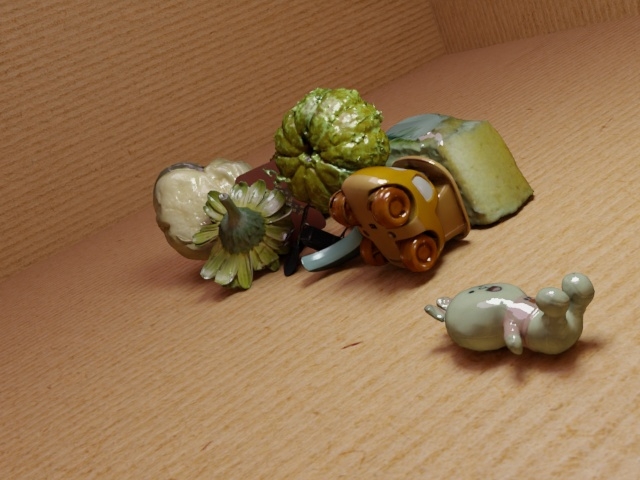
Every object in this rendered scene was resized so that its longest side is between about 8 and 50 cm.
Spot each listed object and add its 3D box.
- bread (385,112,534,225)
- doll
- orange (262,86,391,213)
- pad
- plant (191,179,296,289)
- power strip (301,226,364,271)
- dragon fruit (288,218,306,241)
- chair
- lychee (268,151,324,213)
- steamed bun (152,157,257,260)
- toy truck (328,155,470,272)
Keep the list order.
[{"bbox_3d":[0.303,-0.183,1.597,0.395,0.264,0.239,-4,22,47],"label":"bread"},{"bbox_3d":[0.294,0.126,1.008,0.155,0.113,0.275,-28,10,-41],"label":"doll"},{"bbox_3d":[0.030,-0.227,1.553,0.300,0.301,0.223,26,29,21],"label":"orange"},{"bbox_3d":[-0.117,-0.112,1.866,0.181,0.267,0.004,-28,-17,-26],"label":"pad"},{"bbox_3d":[-0.188,-0.036,1.721,0.261,0.306,0.297,9,-29,-23],"label":"plant"},{"bbox_3d":[0.065,0.013,1.554,0.216,0.044,0.137,-32,-18,23],"label":"power strip"},{"bbox_3d":[-0.128,-0.013,1.872,0.192,0.122,0.092,-30,-7,-17],"label":"dragon fruit"},{"bbox_3d":[0.000,0.000,1.700,0.145,0.221,0.140,21,23,-2],"label":"chair"},{"bbox_3d":[-0.061,-0.192,2.060,0.270,0.270,0.320,-27,55,-10],"label":"lychee"},{"bbox_3d":[-0.321,-0.088,1.964,0.372,0.325,0.230,-10,-8,-1],"label":"steamed bun"},{"bbox_3d":[0.178,-0.055,1.400,0.211,0.288,0.204,-46,25,-23],"label":"toy truck"}]
